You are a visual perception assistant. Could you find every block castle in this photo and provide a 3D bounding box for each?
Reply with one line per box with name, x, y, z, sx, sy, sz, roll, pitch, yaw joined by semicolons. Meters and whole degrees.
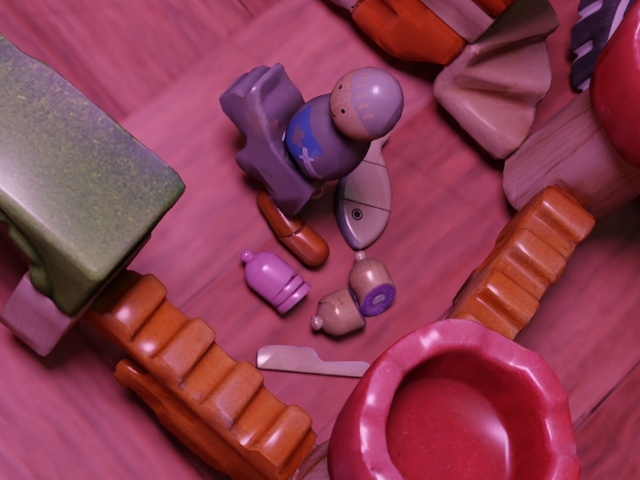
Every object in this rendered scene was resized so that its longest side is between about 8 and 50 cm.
block castle;-0.042;-0.111;0.658;0.453;0.213;0.303;41;61;-3

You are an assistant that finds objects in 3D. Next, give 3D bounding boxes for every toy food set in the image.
toy food set;0.000;0.000;0.765;0.078;0.019;0.122;6;72;-20

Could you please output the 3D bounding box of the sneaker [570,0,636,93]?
sneaker;0.203;-0.056;0.838;0.094;0.081;0.208;-30;95;-31
